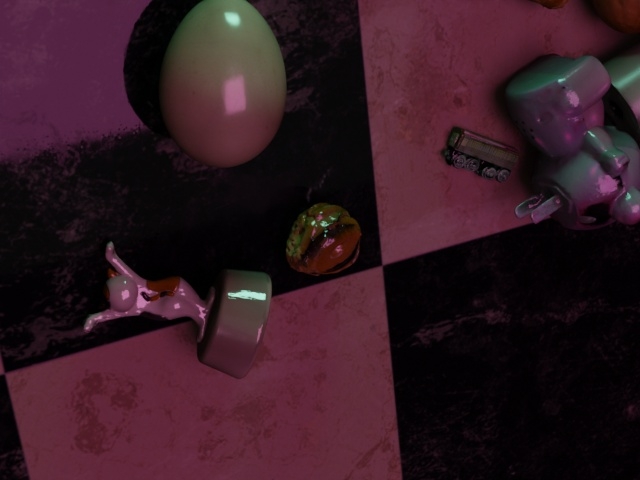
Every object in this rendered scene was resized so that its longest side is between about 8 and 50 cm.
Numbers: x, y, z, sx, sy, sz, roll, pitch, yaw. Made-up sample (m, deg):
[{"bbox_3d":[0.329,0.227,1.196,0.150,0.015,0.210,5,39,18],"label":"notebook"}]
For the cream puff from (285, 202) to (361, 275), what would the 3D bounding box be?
[{"bbox_3d":[0.000,0.000,1.852,0.133,0.104,0.119,-37,151,-3],"label":"cream puff"}]

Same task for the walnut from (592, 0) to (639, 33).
[{"bbox_3d":[0.560,-0.463,1.929,0.195,0.195,0.222,-13,114,-22],"label":"walnut"}]

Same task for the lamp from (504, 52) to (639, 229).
[{"bbox_3d":[0.426,-0.149,1.945,0.247,0.247,0.301,-35,111,-15],"label":"lamp"}]

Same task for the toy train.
[{"bbox_3d":[0.285,-0.149,1.981,0.147,0.038,0.071,16,99,-30],"label":"toy train"}]

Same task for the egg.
[{"bbox_3d":[-0.143,-0.234,1.654,0.188,0.188,0.254,-2,105,-26],"label":"egg"}]

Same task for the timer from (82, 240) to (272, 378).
[{"bbox_3d":[-0.227,0.103,1.767,0.266,0.175,0.175,16,99,-13],"label":"timer"}]

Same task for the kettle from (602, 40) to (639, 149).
[{"bbox_3d":[0.624,-0.290,2.020,0.255,0.165,0.240,-35,162,-4],"label":"kettle"}]

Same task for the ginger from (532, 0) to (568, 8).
[{"bbox_3d":[0.297,-0.515,1.787,0.236,0.166,0.376,-46,114,-43],"label":"ginger"}]
